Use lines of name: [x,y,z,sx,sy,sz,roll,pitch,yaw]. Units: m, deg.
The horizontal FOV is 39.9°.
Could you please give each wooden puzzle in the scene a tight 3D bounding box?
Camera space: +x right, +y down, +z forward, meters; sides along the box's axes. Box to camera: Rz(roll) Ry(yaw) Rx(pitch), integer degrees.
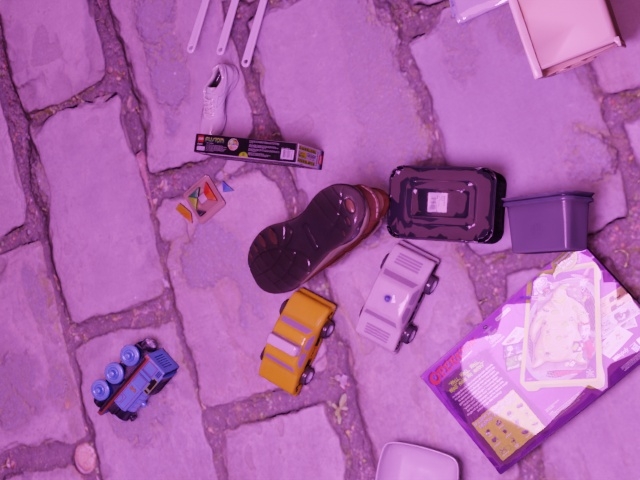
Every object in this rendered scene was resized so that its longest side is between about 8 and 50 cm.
wooden puzzle: [-0.225,-0.078,1.695,0.116,0.014,0.078,-46,72,15]

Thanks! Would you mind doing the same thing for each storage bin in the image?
storage bin: [0.210,-0.059,1.467,0.180,0.084,0.122,4,90,23]
storage bin: [0.345,-0.385,1.296,0.123,0.260,0.262,-19,94,23]
storage bin: [0.360,-0.026,1.383,0.135,0.098,0.091,-4,85,50]

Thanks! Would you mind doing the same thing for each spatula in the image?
spatula: [-0.163,-0.455,1.670,0.168,0.019,0.242,16,89,18]

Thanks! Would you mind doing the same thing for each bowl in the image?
bowl: [0.166,0.412,1.487,0.142,0.053,0.142,9,92,23]

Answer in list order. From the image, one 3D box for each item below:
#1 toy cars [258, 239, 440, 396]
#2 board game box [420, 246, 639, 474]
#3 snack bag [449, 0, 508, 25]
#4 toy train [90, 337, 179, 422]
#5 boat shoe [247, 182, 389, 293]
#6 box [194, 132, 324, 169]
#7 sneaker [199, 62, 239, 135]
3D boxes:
toy cars: [0.035,0.140,1.534,0.394,0.087,0.176,-26,79,21]
board game box: [0.354,0.187,1.417,0.347,0.056,0.208,-44,77,16]
snack bag: [0.330,-0.567,1.456,0.343,0.037,0.323,-19,81,22]
toy train: [-0.365,0.275,1.712,0.105,0.080,0.184,45,105,12]
boat shoe: [0.000,0.000,1.527,0.324,0.120,0.122,-31,78,45]
box: [-0.111,-0.160,1.594,0.207,0.114,0.036,8,91,23]
sneaker: [-0.204,-0.264,1.667,0.054,0.061,0.152,19,97,21]
